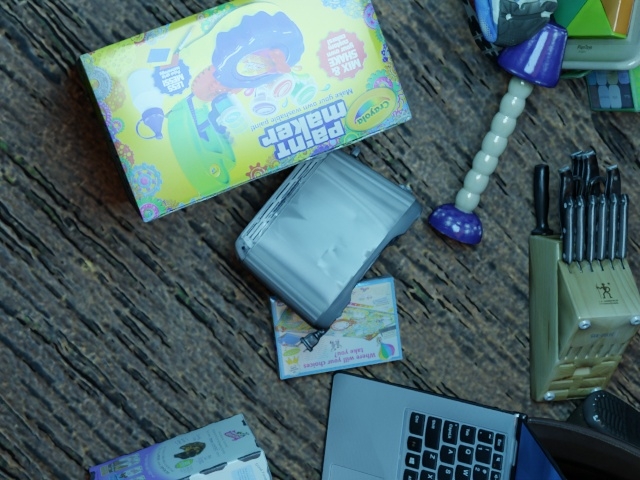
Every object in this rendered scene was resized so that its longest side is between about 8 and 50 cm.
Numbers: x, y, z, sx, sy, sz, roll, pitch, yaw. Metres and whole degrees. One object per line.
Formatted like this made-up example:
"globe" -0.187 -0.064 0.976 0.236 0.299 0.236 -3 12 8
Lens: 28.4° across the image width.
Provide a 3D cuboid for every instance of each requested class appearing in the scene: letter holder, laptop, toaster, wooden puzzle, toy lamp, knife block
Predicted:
"letter holder" 0.284 0.340 1.468 0.152 0.302 0.215 -20 100 -20
"laptop" 0.103 0.375 1.371 0.236 0.407 0.382 0 99 -56
"toaster" 0.000 0.000 1.461 0.146 0.129 0.227 39 84 3
"wooden puzzle" 0.318 -0.313 1.452 0.044 0.221 0.239 13 93 -24
"toy lamp" 0.211 -0.131 1.486 0.080 0.080 0.275 18 108 -13
"knife block" 0.310 0.035 1.573 0.088 0.242 0.276 -2 142 -10

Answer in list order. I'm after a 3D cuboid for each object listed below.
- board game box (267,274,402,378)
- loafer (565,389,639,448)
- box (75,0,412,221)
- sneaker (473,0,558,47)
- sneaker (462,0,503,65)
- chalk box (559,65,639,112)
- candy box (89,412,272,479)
"board game box" 0.018 0.105 1.537 0.154 0.026 0.104 -8 98 -11
"loafer" 0.397 0.264 1.619 0.220 0.078 0.080 37 47 -21
"box" -0.094 -0.161 1.354 0.289 0.279 0.177 -22 101 -9
"sneaker" 0.181 -0.371 1.444 0.129 0.147 0.330 4 72 -40
"sneaker" 0.213 -0.284 1.515 0.071 0.068 0.170 -28 101 -13
"chalk box" 0.394 -0.230 1.524 0.213 0.132 0.132 -12 99 -11
"candy box" -0.160 0.280 1.450 0.196 0.165 0.070 -18 100 -9
